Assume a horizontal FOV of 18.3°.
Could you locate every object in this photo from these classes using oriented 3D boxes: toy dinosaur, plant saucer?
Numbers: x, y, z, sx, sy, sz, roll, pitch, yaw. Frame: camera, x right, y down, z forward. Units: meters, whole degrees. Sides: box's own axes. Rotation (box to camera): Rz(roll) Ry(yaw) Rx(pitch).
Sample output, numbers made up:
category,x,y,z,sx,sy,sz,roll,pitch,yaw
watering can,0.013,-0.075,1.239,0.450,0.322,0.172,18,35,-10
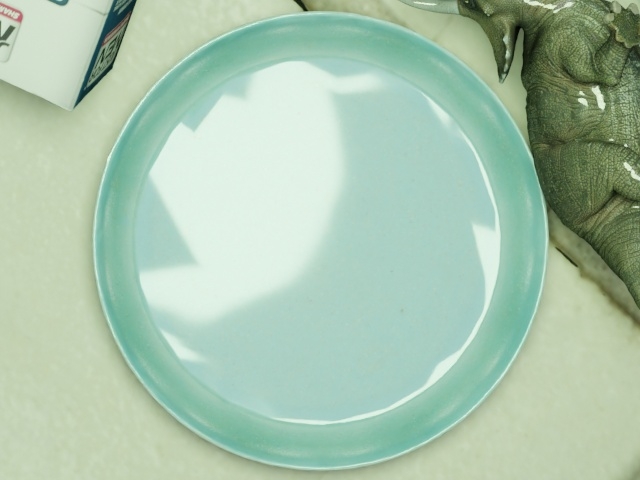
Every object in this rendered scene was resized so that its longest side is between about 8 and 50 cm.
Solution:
category,x,y,z,sx,sy,sz,roll,pitch,yaw
toy dinosaur,0.191,-0.080,1.337,0.121,0.160,0.313,-29,99,-35
plant saucer,0.000,0.000,1.388,0.317,0.044,0.317,0,91,-7

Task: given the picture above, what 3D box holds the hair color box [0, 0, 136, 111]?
category,x,y,z,sx,sy,sz,roll,pitch,yaw
hair color box,-0.167,-0.279,1.263,0.174,0.105,0.347,24,112,0
